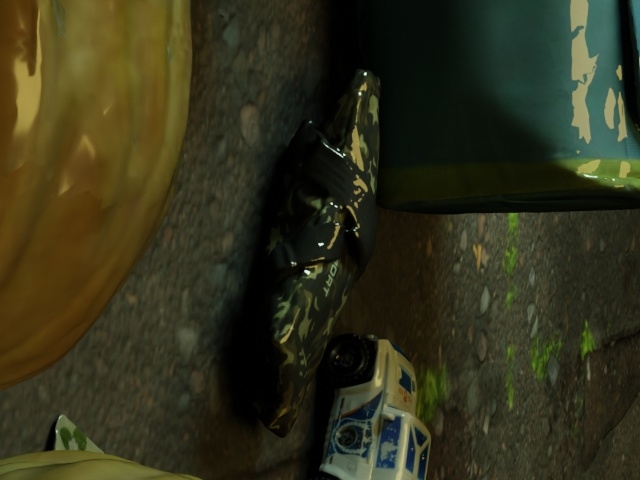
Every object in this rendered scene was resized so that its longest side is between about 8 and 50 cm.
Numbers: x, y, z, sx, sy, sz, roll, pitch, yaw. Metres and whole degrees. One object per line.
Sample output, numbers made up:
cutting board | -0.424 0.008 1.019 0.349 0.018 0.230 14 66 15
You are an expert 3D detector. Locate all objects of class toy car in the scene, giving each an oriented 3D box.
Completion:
toy car | 0.033 0.151 1.200 0.080 0.070 0.171 47 50 -60

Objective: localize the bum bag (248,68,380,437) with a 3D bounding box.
bum bag | 0.000 0.000 1.108 0.102 0.069 0.248 128 -24 -65

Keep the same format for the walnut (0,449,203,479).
walnut | -0.087 0.217 0.691 0.296 0.285 0.285 133 -33 -75

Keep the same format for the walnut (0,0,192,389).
walnut | -0.149 -0.075 0.590 0.225 0.225 0.261 5 83 -66

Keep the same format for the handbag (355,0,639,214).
handbag | 0.146 -0.140 1.243 0.263 0.222 0.241 -3 90 -64

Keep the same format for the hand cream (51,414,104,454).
hand cream | -0.135 0.171 0.877 0.057 0.037 0.165 58 35 -53
